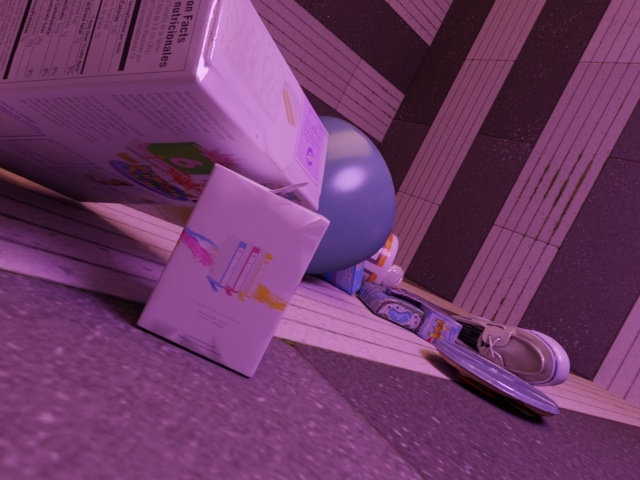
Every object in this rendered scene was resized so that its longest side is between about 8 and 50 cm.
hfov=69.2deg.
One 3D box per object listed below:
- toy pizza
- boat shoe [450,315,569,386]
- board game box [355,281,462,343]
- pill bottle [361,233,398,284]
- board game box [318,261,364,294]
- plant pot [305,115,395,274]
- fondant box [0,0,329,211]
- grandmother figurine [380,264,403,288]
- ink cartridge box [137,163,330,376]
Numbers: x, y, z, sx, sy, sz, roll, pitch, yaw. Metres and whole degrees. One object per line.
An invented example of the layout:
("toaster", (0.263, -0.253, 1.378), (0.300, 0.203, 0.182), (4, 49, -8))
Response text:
("toy pizza", (0.258, 0.211, 0.707), (0.201, 0.032, 0.201), (27, 2, -1))
("boat shoe", (0.374, 0.226, 0.977), (0.094, 0.109, 0.302), (9, 0, -20))
("board game box", (0.188, 0.146, 0.936), (0.194, 0.060, 0.194), (26, 2, -14))
("pill bottle", (0.041, 0.001, 1.168), (0.278, 0.162, 0.162), (27, 3, -4))
("board game box", (0.000, 0.000, 0.980), (0.211, 0.160, 0.039), (28, 41, 28))
("plant pot", (-0.042, -0.055, 0.818), (0.290, 0.290, 0.195), (28, 38, 28))
("fondant box", (-0.184, -0.113, 0.440), (0.330, 0.096, 0.238), (5, -14, 19))
("grandmother figurine", (0.079, 0.046, 1.353), (0.342, 0.104, 0.208), (25, 11, 17))
("ink cartridge box", (-0.058, 0.010, 0.360), (0.090, 0.143, 0.092), (26, 3, -6))
